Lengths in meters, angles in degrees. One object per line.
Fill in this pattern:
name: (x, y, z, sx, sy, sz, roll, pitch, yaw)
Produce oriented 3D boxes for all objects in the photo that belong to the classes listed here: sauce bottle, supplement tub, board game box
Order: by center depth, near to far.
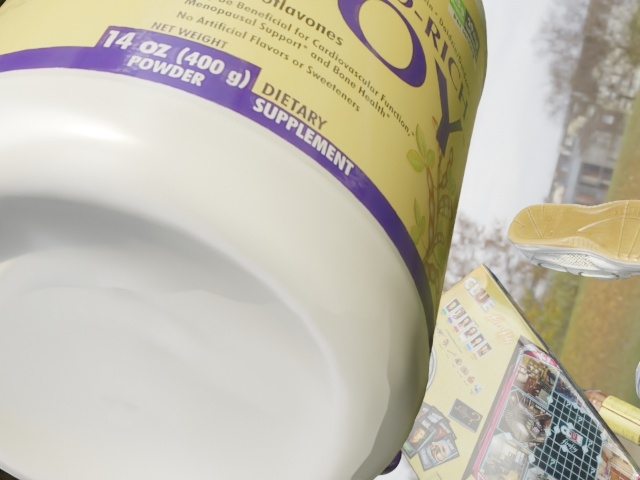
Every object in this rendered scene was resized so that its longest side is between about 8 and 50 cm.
supplement tub: (-0.044, -0.056, 0.516, 0.331, 0.241, 0.241, -72, -14, -45)
board game box: (0.154, 0.163, 0.935, 0.165, 0.243, 0.042, -38, -32, 10)
sauce bottle: (0.352, 0.209, 1.268, 0.042, 0.128, 0.042, -25, -52, -36)

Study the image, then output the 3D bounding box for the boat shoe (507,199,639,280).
boat shoe: (0.392, 0.008, 1.401, 0.098, 0.277, 0.096, -57, -50, -22)

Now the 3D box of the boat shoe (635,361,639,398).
boat shoe: (0.591, 0.217, 1.644, 0.301, 0.108, 0.102, 118, 169, -56)

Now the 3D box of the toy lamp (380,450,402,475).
toy lamp: (0.122, 0.303, 1.595, 0.274, 0.080, 0.080, -5, -70, -60)
